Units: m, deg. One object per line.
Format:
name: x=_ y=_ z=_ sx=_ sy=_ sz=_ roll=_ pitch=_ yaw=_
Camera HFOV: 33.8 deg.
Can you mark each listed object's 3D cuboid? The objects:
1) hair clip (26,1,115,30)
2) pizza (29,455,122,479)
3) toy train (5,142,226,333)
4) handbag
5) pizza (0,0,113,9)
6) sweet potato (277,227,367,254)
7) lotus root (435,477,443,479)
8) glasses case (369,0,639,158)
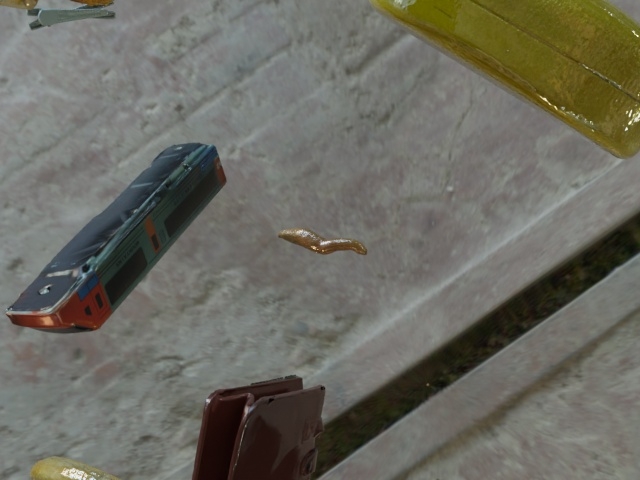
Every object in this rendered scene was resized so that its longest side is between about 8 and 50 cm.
hair clip: x=-0.324 y=-0.296 z=1.381 sx=0.115 sy=0.039 sz=0.030 roll=-15 pitch=116 yaw=-25
pizza: x=-0.372 y=0.479 z=1.881 sx=0.336 sy=0.226 sz=0.086 roll=15 pitch=60 yaw=23
toy train: x=-0.248 y=0.002 z=1.354 sx=0.086 sy=0.409 sz=0.089 roll=-2 pitch=122 yaw=26
handbag: x=-0.089 y=0.334 z=1.539 sx=0.084 sy=0.275 sz=0.260 roll=10 pitch=91 yaw=26
pizza: x=-0.197 y=-0.348 z=0.965 sx=0.409 sy=0.114 sz=0.277 roll=-52 pitch=46 yaw=29
sweet potato: x=-0.002 y=0.004 z=1.875 sx=0.179 sy=0.044 sz=0.044 roll=11 pitch=83 yaw=27
lotus root: x=0.293 y=0.540 z=1.803 sx=0.303 sy=0.146 sz=0.130 roll=37 pitch=106 yaw=16
glasses case: x=0.229 y=-0.243 z=1.197 sx=0.371 sy=0.173 sz=0.141 roll=35 pitch=101 yaw=18
